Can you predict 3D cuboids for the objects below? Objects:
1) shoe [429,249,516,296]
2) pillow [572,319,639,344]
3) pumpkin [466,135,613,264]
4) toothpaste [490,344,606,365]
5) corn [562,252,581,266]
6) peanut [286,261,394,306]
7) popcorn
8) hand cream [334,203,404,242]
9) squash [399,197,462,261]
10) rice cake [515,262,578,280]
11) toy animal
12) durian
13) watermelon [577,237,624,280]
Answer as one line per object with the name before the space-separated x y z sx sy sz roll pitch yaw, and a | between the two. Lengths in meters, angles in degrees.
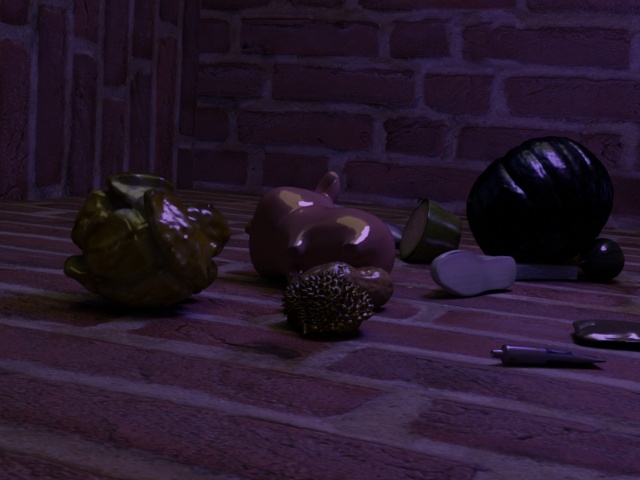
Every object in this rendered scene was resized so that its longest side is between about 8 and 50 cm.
shoe | 0.298 0.068 1.972 0.265 0.095 0.110 4 -1 -42
pillow | 0.530 0.157 1.551 0.217 0.033 0.130 5 10 9
pumpkin | 0.536 -0.084 2.282 0.363 0.363 0.266 -2 52 -37
toothpaste | 0.331 0.169 1.371 0.170 0.028 0.045 4 0 -11
corn | 0.621 0.037 2.465 0.206 0.067 0.067 5 7 -7
peanut | 0.041 0.088 1.685 0.214 0.099 0.099 6 5 -27
popcorn | -0.296 0.003 1.627 0.225 0.276 0.276 -37 -7 18
hand cream | 0.098 -0.043 2.725 0.358 0.118 0.185 11 5 10
squash | 0.286 -0.018 2.401 0.123 0.170 0.170 15 5 -8
rice cake | 0.489 0.073 2.192 0.245 0.042 0.045 0 3 -20
toy animal | 0.000 0.000 1.913 0.326 0.237 0.269 10 18 15
durian | 0.005 0.096 1.538 0.146 0.102 0.208 -6 7 -26
watermelon | 0.664 0.047 2.238 0.133 0.105 0.105 -8 12 -33
